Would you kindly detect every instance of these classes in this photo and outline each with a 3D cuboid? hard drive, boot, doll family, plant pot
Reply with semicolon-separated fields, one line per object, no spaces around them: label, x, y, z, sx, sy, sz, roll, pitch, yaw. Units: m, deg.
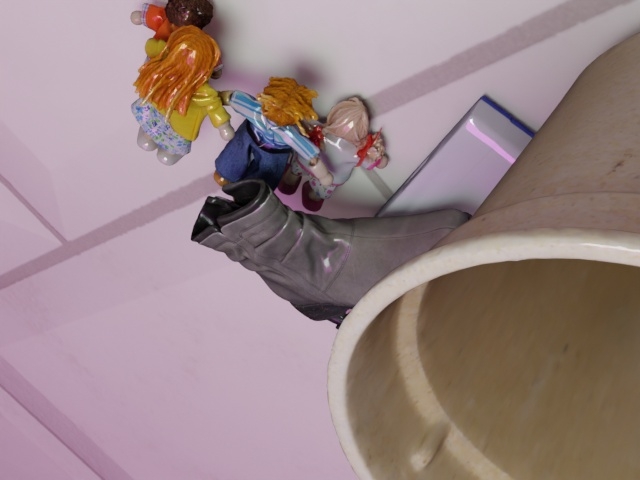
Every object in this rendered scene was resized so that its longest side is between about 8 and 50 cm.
hard drive;0.210;0.036;0.869;0.318;0.040;0.210;36;142;-3
boot;0.000;0.000;0.847;0.161;0.083;0.246;34;148;-29
doll family;-0.072;-0.104;0.854;0.263;0.118;0.163;33;145;-3
plant pot;0.217;0.032;0.598;0.333;0.305;0.334;18;138;17

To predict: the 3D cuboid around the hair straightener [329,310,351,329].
hair straightener;0.093;0.085;1.015;0.230;0.047;0.089;26;142;17
